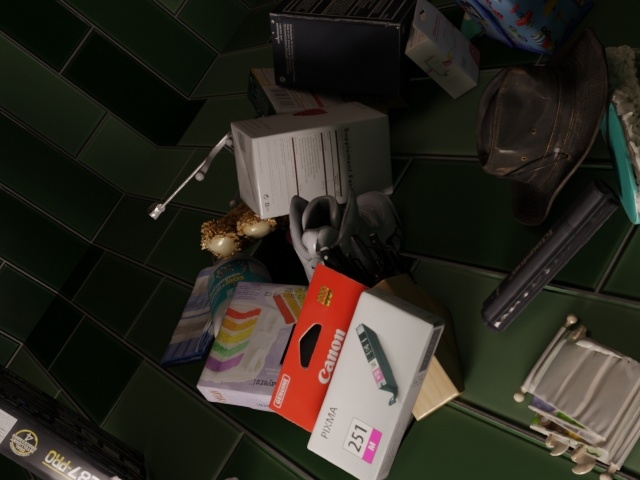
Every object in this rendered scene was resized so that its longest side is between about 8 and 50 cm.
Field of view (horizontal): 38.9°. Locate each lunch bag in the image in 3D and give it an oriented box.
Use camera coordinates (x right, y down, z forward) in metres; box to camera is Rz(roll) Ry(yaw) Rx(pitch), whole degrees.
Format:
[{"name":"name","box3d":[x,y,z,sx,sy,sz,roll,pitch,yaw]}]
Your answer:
[{"name":"lunch bag","box3d":[0.352,-0.492,1.807,0.138,0.221,0.293,-54,26,-2]}]

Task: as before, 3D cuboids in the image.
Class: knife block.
[{"name":"knife block","box3d":[0.104,0.116,1.439,0.088,0.242,0.275,-40,29,26]}]

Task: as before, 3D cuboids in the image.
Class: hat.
[{"name":"hat","box3d":[0.322,-0.196,1.447,0.331,0.134,0.331,-166,90,-83]}]

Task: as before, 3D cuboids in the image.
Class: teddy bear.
[{"name":"teddy bear","box3d":[-0.154,-0.052,2.037,0.245,0.113,0.338,-28,3,33]}]

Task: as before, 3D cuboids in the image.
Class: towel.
[{"name":"towel","box3d":[-0.296,0.176,2.252,0.209,0.034,0.285,-19,42,50]}]

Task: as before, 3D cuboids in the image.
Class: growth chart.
[{"name":"growth chart","box3d":[0.345,0.204,1.191,0.172,0.021,0.237,-52,26,2]}]

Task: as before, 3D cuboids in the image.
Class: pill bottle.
[{"name":"pill bottle","box3d":[-0.170,0.128,1.978,0.146,0.146,0.264,-46,27,13]}]

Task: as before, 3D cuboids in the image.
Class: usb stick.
[{"name":"usb stick","box3d":[0.338,0.024,1.352,0.278,0.045,0.077,-53,15,22]}]

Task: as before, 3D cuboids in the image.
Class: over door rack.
[{"name":"over door rack","box3d":[-0.241,-0.084,2.254,0.324,0.239,0.108,-41,23,22]}]

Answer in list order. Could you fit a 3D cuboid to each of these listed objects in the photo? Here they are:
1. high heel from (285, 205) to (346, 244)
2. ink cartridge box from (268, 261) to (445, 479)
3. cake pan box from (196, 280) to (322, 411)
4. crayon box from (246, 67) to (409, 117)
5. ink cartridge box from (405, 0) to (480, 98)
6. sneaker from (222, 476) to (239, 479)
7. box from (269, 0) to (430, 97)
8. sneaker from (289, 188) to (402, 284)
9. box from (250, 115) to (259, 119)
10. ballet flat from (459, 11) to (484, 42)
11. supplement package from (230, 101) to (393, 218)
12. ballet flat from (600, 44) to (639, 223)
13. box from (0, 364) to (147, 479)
[{"name":"high heel","box3d":[0.000,0.000,1.943,0.244,0.082,0.117,-12,43,39]},{"name":"ink cartridge box","box3d":[0.038,0.201,1.410,0.239,0.060,0.275,24,103,26]},{"name":"cake pan box","box3d":[-0.070,0.199,1.705,0.267,0.070,0.245,4,57,25]},{"name":"crayon box","box3d":[0.014,-0.319,2.095,0.203,0.323,0.083,-119,31,-45]},{"name":"ink cartridge box","box3d":[0.245,-0.406,1.900,0.067,0.198,0.115,-29,35,39]},{"name":"sneaker","box3d":[-0.250,0.540,1.598,0.305,0.152,0.114,-53,24,-4]},{"name":"box","box3d":[0.076,-0.469,2.053,0.294,0.182,0.296,8,35,18]},{"name":"sneaker","box3d":[0.051,-0.030,1.677,0.138,0.210,0.365,-4,36,22]},{"name":"box","box3d":[-0.080,-0.251,2.254,0.191,0.184,0.045,-18,47,51]},{"name":"ballet flat","box3d":[0.375,-0.529,1.967,0.247,0.087,0.083,-37,31,30]},{"name":"supplement package","box3d":[-0.018,-0.174,1.904,0.293,0.175,0.177,-12,21,-17]},{"name":"ballet flat","box3d":[0.476,-0.182,1.343,0.147,0.147,0.408,-38,30,27]},{"name":"box","box3d":[-0.545,0.414,1.883,0.097,0.395,0.318,-55,12,-5]}]
